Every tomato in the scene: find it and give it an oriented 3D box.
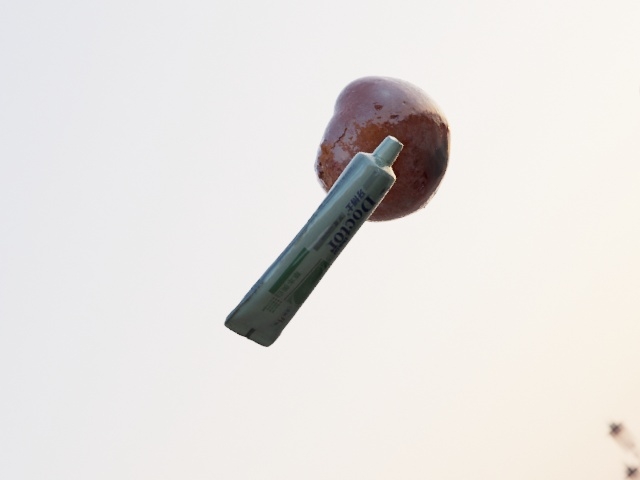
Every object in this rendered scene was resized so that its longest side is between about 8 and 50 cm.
[{"bbox_3d":[0.093,-0.127,2.153,0.208,0.184,0.208,-159,90,-89],"label":"tomato"}]

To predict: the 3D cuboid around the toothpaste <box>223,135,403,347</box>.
[{"bbox_3d":[0.000,0.000,1.308,0.064,0.041,0.218,30,-80,-44],"label":"toothpaste"}]
